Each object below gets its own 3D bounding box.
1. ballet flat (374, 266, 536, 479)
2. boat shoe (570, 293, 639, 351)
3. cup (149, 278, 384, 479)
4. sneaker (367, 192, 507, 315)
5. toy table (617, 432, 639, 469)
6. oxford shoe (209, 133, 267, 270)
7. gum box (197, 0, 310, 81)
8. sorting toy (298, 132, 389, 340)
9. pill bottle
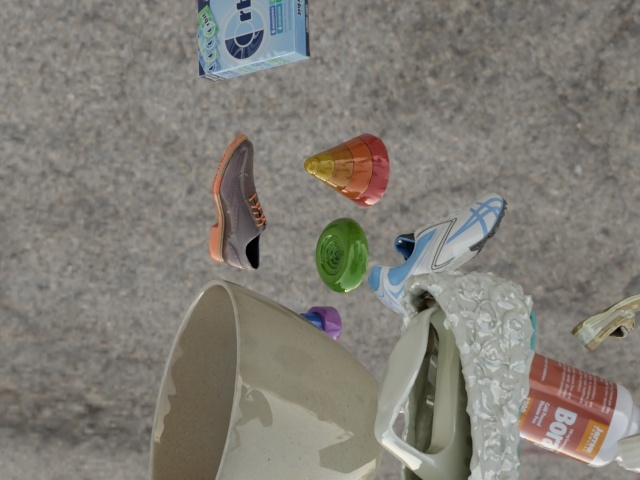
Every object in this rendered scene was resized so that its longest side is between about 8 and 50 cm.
[{"bbox_3d":[0.095,0.207,0.836,0.147,0.409,0.147,6,152,3],"label":"ballet flat"},{"bbox_3d":[0.410,0.116,1.379,0.135,0.045,0.050,-23,159,-23],"label":"boat shoe"},{"bbox_3d":[-0.057,0.233,1.265,0.237,0.331,0.331,14,132,-23],"label":"cup"},{"bbox_3d":[0.148,0.002,1.200,0.086,0.237,0.085,42,142,10],"label":"sneaker"},{"bbox_3d":[0.388,0.141,0.796,0.161,0.274,0.252,-3,153,-48],"label":"toy table"},{"bbox_3d":[-0.134,-0.066,1.786,0.098,0.097,0.271,23,130,19],"label":"oxford shoe"},{"bbox_3d":[-0.102,-0.331,1.469,0.184,0.157,0.041,-6,172,36],"label":"gum box"},{"bbox_3d":[0.000,0.000,1.609,0.126,0.127,0.365,3,108,-36],"label":"sorting toy"},{"bbox_3d":[0.350,0.238,1.366,0.216,0.121,0.121,20,134,6],"label":"pill bottle"}]
